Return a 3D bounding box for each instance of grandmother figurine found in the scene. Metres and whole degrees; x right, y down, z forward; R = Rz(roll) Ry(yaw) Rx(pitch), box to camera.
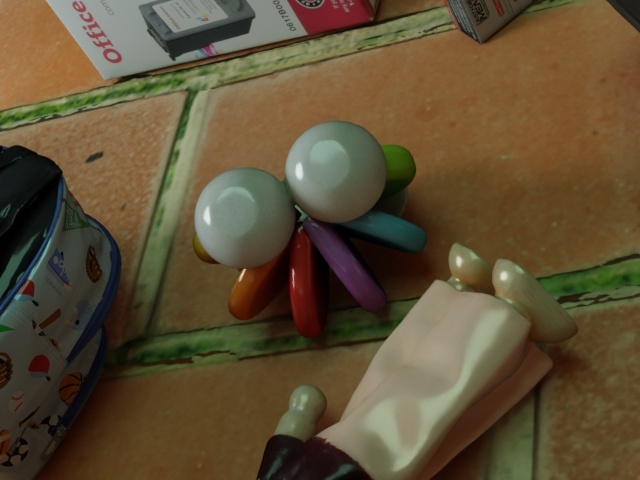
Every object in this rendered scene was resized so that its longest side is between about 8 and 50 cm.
[{"bbox_3d":[0.025,0.158,0.947,0.342,0.104,0.208,-47,17,-10],"label":"grandmother figurine"}]

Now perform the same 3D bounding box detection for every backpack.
[{"bbox_3d":[-0.287,0.056,1.137,0.276,0.213,0.263,20,71,34],"label":"backpack"}]

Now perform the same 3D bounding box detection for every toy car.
[{"bbox_3d":[0.000,0.000,1.083,0.182,0.159,0.136,-27,78,6],"label":"toy car"}]

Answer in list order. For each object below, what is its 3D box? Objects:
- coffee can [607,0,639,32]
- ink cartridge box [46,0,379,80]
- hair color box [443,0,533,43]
[{"bbox_3d":[0.329,-0.253,1.002,0.275,0.201,0.201,-47,42,10],"label":"coffee can"},{"bbox_3d":[-0.117,-0.293,1.340,0.306,0.226,0.131,-11,46,24],"label":"ink cartridge box"},{"bbox_3d":[0.170,-0.245,1.237,0.141,0.072,0.043,-39,44,-7],"label":"hair color box"}]
